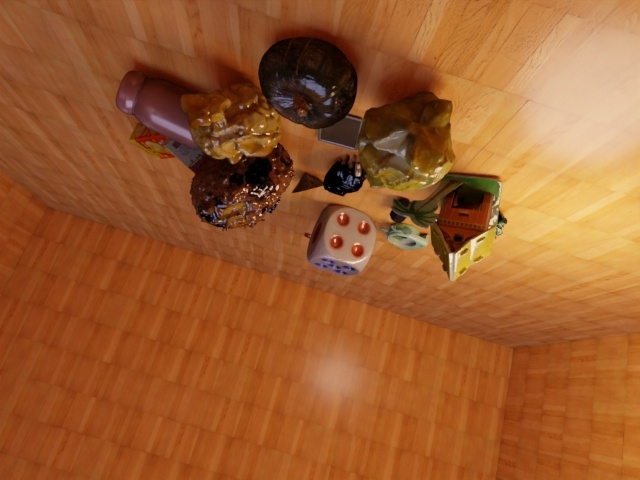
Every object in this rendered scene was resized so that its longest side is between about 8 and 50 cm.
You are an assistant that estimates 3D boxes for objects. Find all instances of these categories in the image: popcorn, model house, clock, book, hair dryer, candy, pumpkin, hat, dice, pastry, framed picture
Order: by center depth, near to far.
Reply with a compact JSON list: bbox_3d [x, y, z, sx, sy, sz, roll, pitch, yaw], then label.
[{"bbox_3d":[-0.033,-0.392,1.162,0.261,0.189,0.260,13,160,5],"label":"pumpkin"},{"bbox_3d":[0.227,-0.267,1.193,0.277,0.276,0.226,23,165,-19],"label":"popcorn"},{"bbox_3d":[-0.277,-0.356,1.343,0.265,0.224,0.332,-16,170,36],"label":"popcorn"},{"bbox_3d":[0.062,-0.358,1.454,0.142,0.011,0.183,16,161,3],"label":"framed picture"},{"bbox_3d":[0.419,-0.020,1.539,0.341,0.323,0.300,10,143,22],"label":"model house"},{"bbox_3d":[-0.266,-0.221,1.599,0.338,0.405,0.292,-28,120,25],"label":"pastry"},{"bbox_3d":[-0.468,-0.352,1.710,0.022,0.162,0.232,42,176,32],"label":"book"},{"bbox_3d":[-0.612,-0.401,1.781,0.276,0.087,0.146,1,158,37],"label":"candy"},{"bbox_3d":[0.412,-0.100,1.815,0.248,0.070,0.114,13,162,0],"label":"hair dryer"},{"bbox_3d":[-0.054,-0.241,1.816,0.146,0.067,0.146,-13,-169,2],"label":"hat"},{"bbox_3d":[0.378,-0.026,2.047,0.211,0.065,0.159,27,159,-27],"label":"clock"},{"bbox_3d":[0.097,0.006,2.078,0.252,0.258,0.243,21,162,-14],"label":"dice"}]

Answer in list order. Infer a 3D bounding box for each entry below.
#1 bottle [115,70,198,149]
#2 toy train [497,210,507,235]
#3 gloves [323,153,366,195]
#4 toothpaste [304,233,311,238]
[{"bbox_3d":[-0.515,-0.433,1.490,0.297,0.173,0.206,22,180,-17],"label":"bottle"},{"bbox_3d":[0.606,-0.067,1.716,0.132,0.083,0.200,30,155,-17],"label":"toy train"},{"bbox_3d":[0.100,-0.235,1.632,0.165,0.123,0.203,0,171,-9],"label":"gloves"},{"bbox_3d":[0.000,0.000,2.500,0.191,0.031,0.048,19,165,2],"label":"toothpaste"}]
